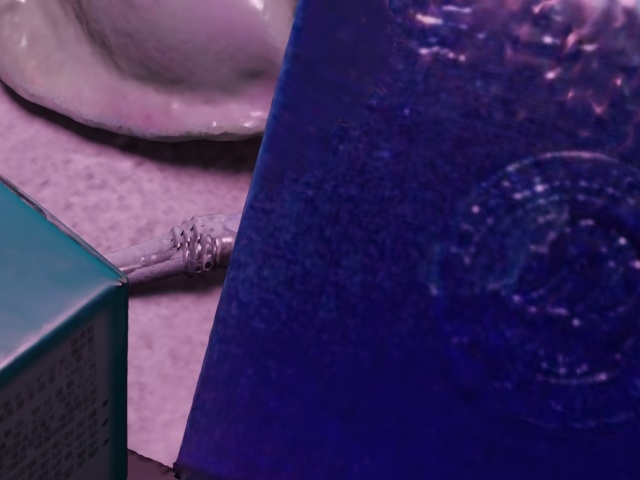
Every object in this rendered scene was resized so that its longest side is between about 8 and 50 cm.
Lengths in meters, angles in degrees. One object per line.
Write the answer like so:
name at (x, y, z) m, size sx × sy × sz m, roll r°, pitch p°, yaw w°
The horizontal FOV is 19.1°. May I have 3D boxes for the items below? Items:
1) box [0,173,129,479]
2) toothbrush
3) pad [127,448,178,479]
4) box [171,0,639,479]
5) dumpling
box at (-0.182, 0.099, 0.661) m, size 0.092 × 0.153 × 0.245 m, roll 37°, pitch 57°, yaw 21°
toothbrush at (0.000, 0.000, 0.830) m, size 0.413 × 0.042 × 0.035 m, roll -5°, pitch 53°, yaw -11°
pad at (-0.179, 0.121, 0.742) m, size 0.267 × 0.004 × 0.181 m, roll 24°, pitch 54°, yaw 12°
box at (0.110, -0.012, 0.710) m, size 0.261 × 0.116 × 0.279 m, roll 15°, pitch 91°, yaw 9°
dumpling at (-0.072, -0.119, 0.888) m, size 0.105 × 0.149 × 0.217 m, roll 11°, pitch 47°, yaw -48°
